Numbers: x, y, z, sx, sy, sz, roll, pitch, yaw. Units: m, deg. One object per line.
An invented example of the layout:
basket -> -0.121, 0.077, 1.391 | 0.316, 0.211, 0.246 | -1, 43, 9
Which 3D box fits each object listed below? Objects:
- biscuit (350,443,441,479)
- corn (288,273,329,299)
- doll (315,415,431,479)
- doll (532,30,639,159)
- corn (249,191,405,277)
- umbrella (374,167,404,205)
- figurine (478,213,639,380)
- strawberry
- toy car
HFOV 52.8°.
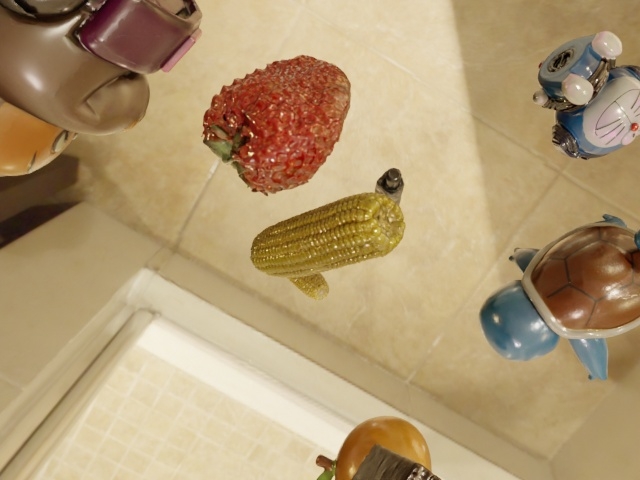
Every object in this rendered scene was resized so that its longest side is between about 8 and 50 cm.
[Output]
biscuit -> 0.108, 0.384, 0.987 | 0.070, 0.252, 0.106 | 38, 75, -1
corn -> -0.065, 0.095, 1.989 | 0.091, 0.260, 0.091 | 21, 106, -46
doll -> 0.091, 0.436, 1.221 | 0.236, 0.213, 0.213 | 4, 109, 8
doll -> 0.692, -0.352, 1.630 | 0.310, 0.240, 0.284 | 38, 97, -25
corn -> 0.000, 0.000, 1.232 | 0.345, 0.131, 0.131 | -18, 109, 43
umbrella -> 0.178, -0.107, 1.732 | 0.073, 0.337, 0.067 | 36, 74, 12
figurine -> 0.497, 0.086, 1.165 | 0.416, 0.243, 0.297 | -38, 71, 26
strawberry -> -0.072, -0.267, 1.456 | 0.351, 0.312, 0.267 | -45, 144, -14
toy car -> -0.278, -0.217, 0.520 | 0.240, 0.271, 0.341 | -41, 110, 15
